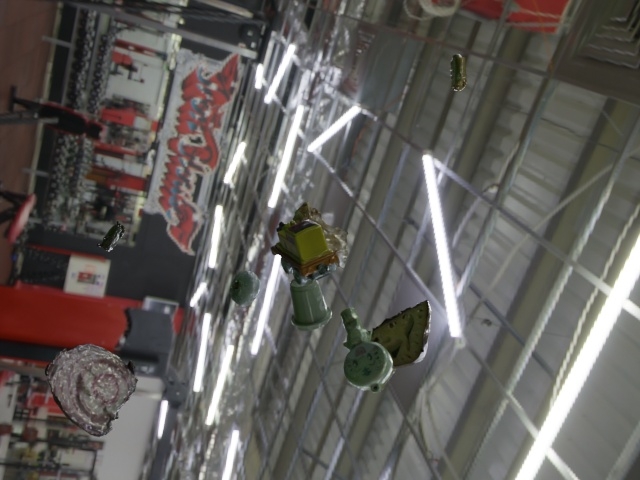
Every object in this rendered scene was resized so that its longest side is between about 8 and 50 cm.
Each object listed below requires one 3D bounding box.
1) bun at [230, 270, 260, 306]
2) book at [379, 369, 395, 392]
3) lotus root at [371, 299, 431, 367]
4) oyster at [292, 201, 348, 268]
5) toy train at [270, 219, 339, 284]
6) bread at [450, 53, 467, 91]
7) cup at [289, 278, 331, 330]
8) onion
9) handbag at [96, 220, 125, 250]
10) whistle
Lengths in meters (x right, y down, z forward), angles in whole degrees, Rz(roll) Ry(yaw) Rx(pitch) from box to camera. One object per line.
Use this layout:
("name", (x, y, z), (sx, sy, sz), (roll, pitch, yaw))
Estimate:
("bun", (-0.291, 0.177, 2.384), (0.141, 0.083, 0.140), (-23, -120, 47))
("book", (0.281, 0.392, 2.229), (0.264, 0.027, 0.202), (-59, 172, 13))
("lotus root", (0.247, 0.310, 1.976), (0.074, 0.261, 0.170), (55, 12, -63))
("oyster", (-0.004, -0.012, 1.997), (0.107, 0.232, 0.161), (-35, -164, 22))
("toy train", (-0.039, 0.014, 1.351), (0.219, 0.089, 0.127), (31, -40, 61))
("bread", (0.327, -0.397, 1.507), (0.049, 0.034, 0.087), (137, -47, -74))
("cup", (-0.036, 0.175, 1.825), (0.120, 0.120, 0.141), (-134, -151, -69))
("onion", (-0.756, 0.476, 2.049), (0.146, 0.280, 0.314), (-40, -169, 28))
("handbag", (-0.718, -0.014, 2.204), (0.111, 0.047, 0.072), (-52, 178, 4))
("whistle", (0.108, 0.286, 1.651), (0.126, 0.067, 0.258), (-28, -132, 8))
